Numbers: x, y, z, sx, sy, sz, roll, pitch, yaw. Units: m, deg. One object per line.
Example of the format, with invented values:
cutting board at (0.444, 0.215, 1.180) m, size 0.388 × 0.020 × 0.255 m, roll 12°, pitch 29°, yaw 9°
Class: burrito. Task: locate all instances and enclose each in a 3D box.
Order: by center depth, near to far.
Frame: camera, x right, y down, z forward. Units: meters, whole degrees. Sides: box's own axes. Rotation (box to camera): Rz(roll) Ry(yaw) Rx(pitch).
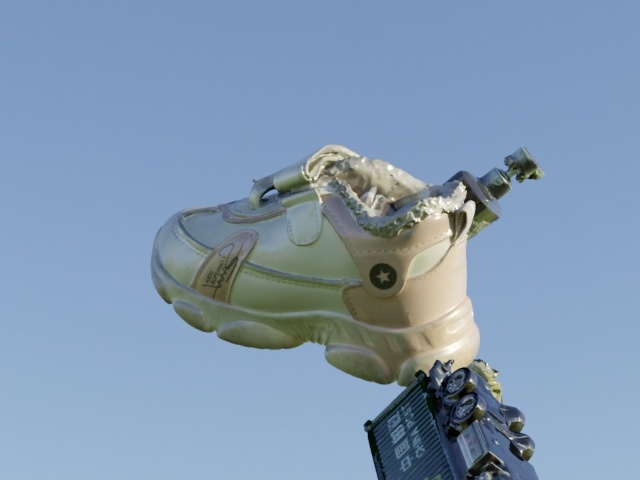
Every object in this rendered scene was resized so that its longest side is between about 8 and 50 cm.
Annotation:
burrito at (0.193, 0.214, 1.636) m, size 0.063 × 0.058 × 0.229 m, roll -18°, pitch -39°, yaw -7°

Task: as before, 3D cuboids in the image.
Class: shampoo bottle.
shampoo bottle at (0.143, -0.013, 1.651) m, size 0.309 × 0.071 × 0.098 m, roll -39°, pitch -24°, yaw 11°

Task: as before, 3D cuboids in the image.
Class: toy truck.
toy truck at (0.120, 0.204, 1.063) m, size 0.088 × 0.259 × 0.121 m, roll 39°, pitch -75°, yaw -22°

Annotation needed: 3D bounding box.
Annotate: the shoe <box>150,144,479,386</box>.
shoe at (0.001, -0.001, 1.289) m, size 0.351 × 0.198 × 0.172 m, roll 15°, pitch 24°, yaw 20°
